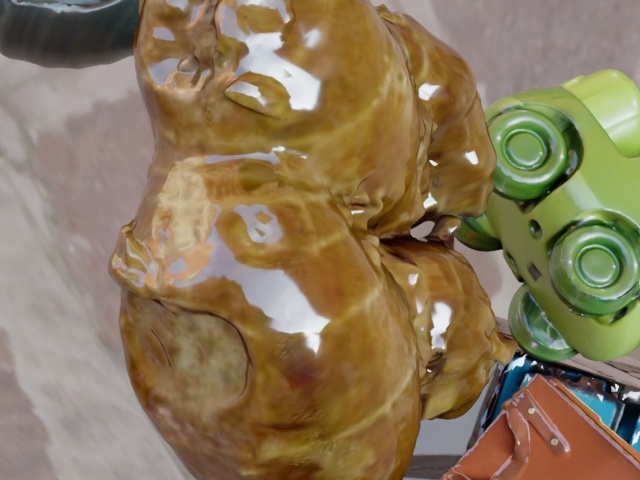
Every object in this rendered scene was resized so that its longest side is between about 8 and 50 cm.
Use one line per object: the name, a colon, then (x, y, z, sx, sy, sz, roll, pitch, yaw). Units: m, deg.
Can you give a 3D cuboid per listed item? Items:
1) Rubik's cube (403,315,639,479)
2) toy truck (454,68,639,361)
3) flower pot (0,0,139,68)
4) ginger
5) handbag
Rubik's cube: (0.157, 0.217, 1.555, 0.283, 0.293, 0.288, 18, 91, -22)
toy truck: (0.191, -0.034, 1.362, 0.187, 0.148, 0.210, 44, 70, 9)
flower pot: (-0.194, -0.221, 1.332, 0.243, 0.157, 0.189, 41, 95, -1)
ginger: (-0.003, 0.011, 1.131, 0.152, 0.274, 0.357, -3, 82, 31)
handbag: (0.171, 0.192, 1.300, 0.190, 0.063, 0.127, 44, 99, 21)
